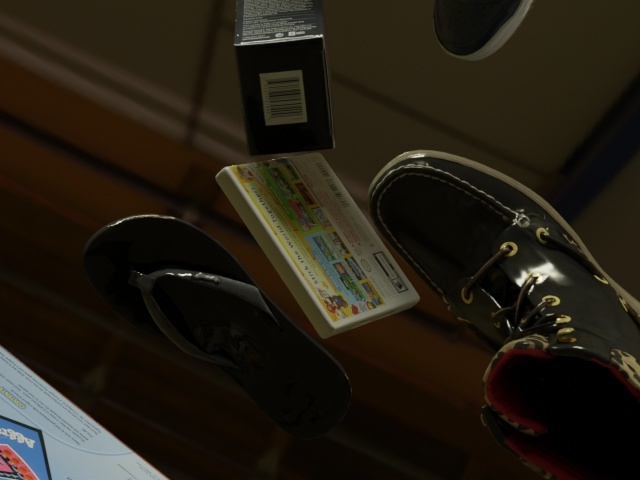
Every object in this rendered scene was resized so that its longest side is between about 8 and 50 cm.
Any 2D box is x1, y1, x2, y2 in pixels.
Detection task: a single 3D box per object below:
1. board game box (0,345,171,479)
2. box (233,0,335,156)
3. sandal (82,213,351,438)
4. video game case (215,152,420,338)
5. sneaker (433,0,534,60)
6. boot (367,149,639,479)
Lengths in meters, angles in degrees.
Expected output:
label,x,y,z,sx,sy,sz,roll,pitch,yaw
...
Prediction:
label,x,y,z,sx,sy,sz,roll,pitch,yaw
board game box,-0.167,0.167,0.957,0.281,0.145,0.027,35,-59,21
box,-0.043,-0.218,1.855,0.108,0.207,0.153,-5,-57,2
sandal,-0.079,0.065,1.240,0.254,0.097,0.054,35,5,-3
video game case,0.000,0.000,1.780,0.026,0.206,0.227,-41,-104,30
sneaker,0.128,-0.284,1.253,0.099,0.282,0.153,32,23,31
boot,0.185,0.074,1.364,0.377,0.138,0.284,43,17,0
